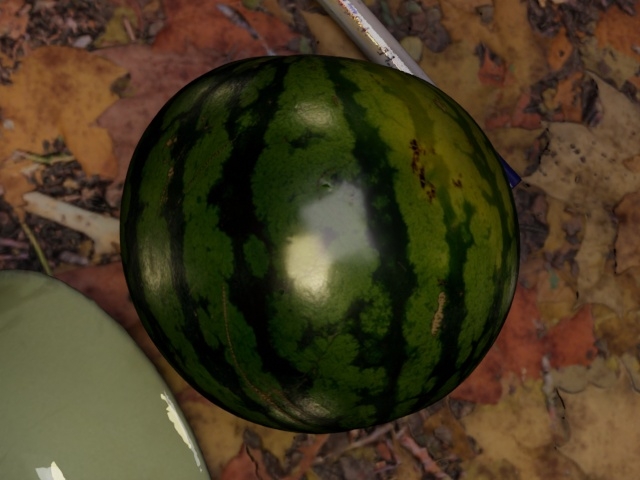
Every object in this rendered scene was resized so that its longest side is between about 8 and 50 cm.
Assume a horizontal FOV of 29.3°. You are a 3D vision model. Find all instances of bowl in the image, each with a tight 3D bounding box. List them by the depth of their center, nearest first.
[{"bbox_3d":[-0.206,0.184,0.814,0.163,0.307,0.307,-25,86,16],"label":"bowl"}]

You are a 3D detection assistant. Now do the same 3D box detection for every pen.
[{"bbox_3d":[0.075,-0.141,1.057,0.033,0.033,0.269,-42,92,-17],"label":"pen"}]

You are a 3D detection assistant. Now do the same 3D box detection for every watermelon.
[{"bbox_3d":[0.000,0.000,0.882,0.285,0.285,0.285,3,79,-14],"label":"watermelon"}]
